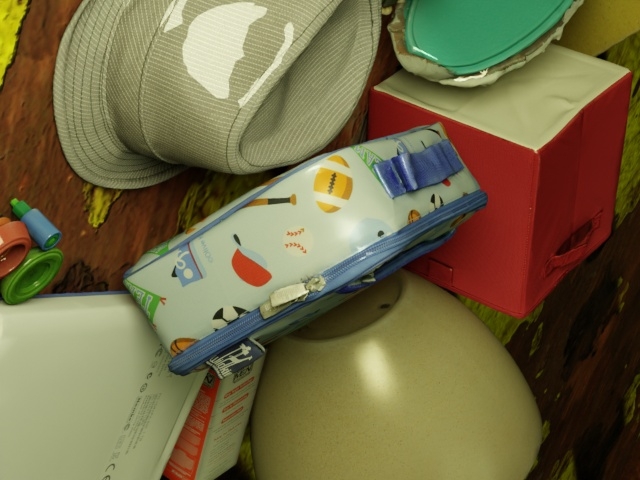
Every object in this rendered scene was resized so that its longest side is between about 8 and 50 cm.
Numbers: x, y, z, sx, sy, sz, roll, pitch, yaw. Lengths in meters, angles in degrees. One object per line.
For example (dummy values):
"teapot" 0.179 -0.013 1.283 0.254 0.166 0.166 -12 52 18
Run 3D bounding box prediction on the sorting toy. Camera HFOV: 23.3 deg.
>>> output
"sorting toy" -0.210 0.003 1.051 0.061 0.042 0.102 -44 162 -5

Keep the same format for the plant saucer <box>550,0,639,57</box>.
"plant saucer" 0.344 -0.332 1.575 0.333 0.081 0.333 -52 -172 -18

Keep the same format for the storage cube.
"storage cube" 0.166 -0.075 1.500 0.184 0.215 0.193 -38 142 -40

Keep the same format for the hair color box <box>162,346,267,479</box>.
"hair color box" -0.099 0.158 1.435 0.072 0.043 0.141 -28 142 -51

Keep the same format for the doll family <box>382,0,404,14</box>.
"doll family" 0.086 -0.246 1.256 0.193 0.076 0.111 -48 180 -31

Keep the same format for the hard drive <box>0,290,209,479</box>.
"hard drive" -0.199 0.138 1.219 0.319 0.040 0.210 0 117 -64

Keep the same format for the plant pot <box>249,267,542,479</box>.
"plant pot" 0.048 0.133 1.475 0.284 0.284 0.191 -43 124 -35

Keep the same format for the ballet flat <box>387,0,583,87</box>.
"ballet flat" 0.197 -0.277 1.433 0.409 0.147 0.147 -51 155 -20

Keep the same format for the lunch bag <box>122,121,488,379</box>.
"lunch bag" 0.000 0.000 1.227 0.243 0.115 0.303 -29 179 24

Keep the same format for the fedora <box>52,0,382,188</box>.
"fedora" -0.049 -0.131 1.106 0.275 0.124 0.243 -42 150 -36
